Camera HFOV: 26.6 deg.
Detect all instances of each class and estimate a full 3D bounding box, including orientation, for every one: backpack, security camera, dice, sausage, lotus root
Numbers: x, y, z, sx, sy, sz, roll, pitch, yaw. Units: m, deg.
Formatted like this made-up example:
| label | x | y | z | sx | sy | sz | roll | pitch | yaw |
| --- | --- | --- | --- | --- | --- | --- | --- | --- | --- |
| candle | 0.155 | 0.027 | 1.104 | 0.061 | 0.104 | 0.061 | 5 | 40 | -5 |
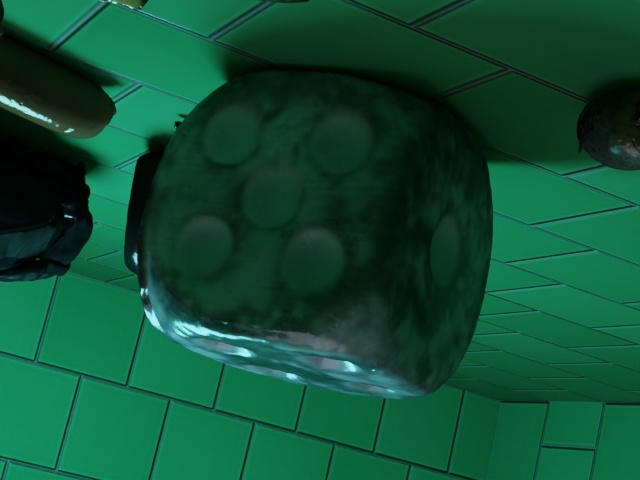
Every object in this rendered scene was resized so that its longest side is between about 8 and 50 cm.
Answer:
| label | x | y | z | sx | sy | sz | roll | pitch | yaw |
| --- | --- | --- | --- | --- | --- | --- | --- | --- | --- |
| backpack | -0.560 | -0.068 | 2.153 | 0.363 | 0.255 | 0.445 | 14 | -178 | 3 |
| security camera | -0.150 | -0.026 | 2.060 | 0.277 | 0.197 | 0.191 | 7 | 177 | -4 |
| dice | 0.000 | 0.000 | 1.651 | 0.348 | 0.330 | 0.328 | 5 | 164 | 26 |
| sausage | -0.383 | -0.205 | 1.721 | 0.086 | 0.086 | 0.289 | 2 | 162 | 43 |
| lotus root | 0.311 | -0.113 | 1.412 | 0.088 | 0.088 | 0.165 | 16 | 177 | -11 |

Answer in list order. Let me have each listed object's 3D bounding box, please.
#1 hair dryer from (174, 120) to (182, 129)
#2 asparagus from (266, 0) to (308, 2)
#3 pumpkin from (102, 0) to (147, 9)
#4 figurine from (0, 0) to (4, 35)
| label | x | y | z | sx | sy | sz | roll | pitch | yaw |
| --- | --- | --- | --- | --- | --- | --- | --- | --- | --- |
| hair dryer | -0.094 | -0.109 | 1.903 | 0.248 | 0.071 | 0.114 | 20 | 167 | -11 |
| asparagus | -0.135 | -0.261 | 1.268 | 0.277 | 0.060 | 0.067 | 9 | -174 | 21 |
| pumpkin | -0.253 | -0.284 | 1.130 | 0.248 | 0.131 | 0.126 | 9 | 176 | -1 |
| figurine | -0.385 | -0.256 | 1.425 | 0.126 | 0.114 | 0.157 | 3 | 173 | -32 |
